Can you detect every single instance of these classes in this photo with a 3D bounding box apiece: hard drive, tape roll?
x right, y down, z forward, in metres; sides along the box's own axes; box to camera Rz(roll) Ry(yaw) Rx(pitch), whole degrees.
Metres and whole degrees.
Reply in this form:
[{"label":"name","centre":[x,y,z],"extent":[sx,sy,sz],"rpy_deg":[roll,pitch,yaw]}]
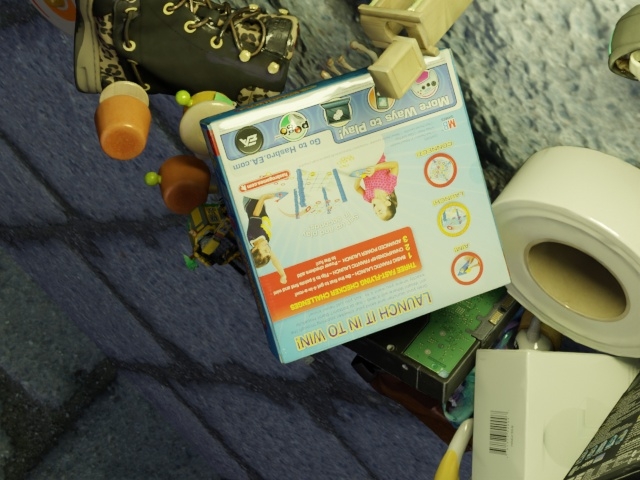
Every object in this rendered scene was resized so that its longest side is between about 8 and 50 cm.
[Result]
[{"label":"hard drive","centre":[0.102,0.062,1.913],"extent":[0.339,0.237,0.064],"rpy_deg":[28,147,23]},{"label":"tape roll","centre":[0.343,0.018,1.667],"extent":[0.286,0.100,0.286],"rpy_deg":[31,155,17]}]

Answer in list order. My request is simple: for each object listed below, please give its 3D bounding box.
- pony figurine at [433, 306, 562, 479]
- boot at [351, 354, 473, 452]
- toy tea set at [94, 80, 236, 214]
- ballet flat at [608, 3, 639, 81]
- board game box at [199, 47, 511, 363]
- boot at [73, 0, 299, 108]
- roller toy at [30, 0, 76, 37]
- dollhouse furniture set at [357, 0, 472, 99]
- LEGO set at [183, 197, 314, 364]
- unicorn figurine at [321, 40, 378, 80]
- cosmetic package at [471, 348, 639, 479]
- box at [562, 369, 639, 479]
[{"label":"pony figurine","centre":[0.297,0.288,1.975],"extent":[0.303,0.363,0.351],"rpy_deg":[18,164,26]},{"label":"boot","centre":[0.202,0.288,2.330],"extent":[0.280,0.096,0.264],"rpy_deg":[42,155,-8]},{"label":"toy tea set","centre":[-0.151,-0.122,1.807],"extent":[0.336,0.200,0.124],"rpy_deg":[42,-157,-34]},{"label":"ballet flat","centre":[0.408,-0.143,1.304],"extent":[0.280,0.096,0.095],"rpy_deg":[27,152,26]},{"label":"board game box","centre":[0.044,-0.046,1.612],"extent":[0.086,0.308,0.302],"rpy_deg":[-149,42,-73]},{"label":"boot","centre":[-0.168,-0.297,1.716],"extent":[0.284,0.138,0.377],"rpy_deg":[13,144,-6]},{"label":"roller toy","centre":[-0.337,-0.382,1.893],"extent":[0.191,0.146,0.209],"rpy_deg":[21,150,36]},{"label":"dollhouse furniture set","centre":[0.072,-0.278,1.445],"extent":[0.101,0.182,0.161],"rpy_deg":[17,147,41]},{"label":"LEGO set","centre":[0.000,0.000,1.720],"extent":[0.255,0.331,0.192],"rpy_deg":[54,-174,-34]},{"label":"unicorn figurine","centre":[0.063,-0.205,1.747],"extent":[0.111,0.060,0.162],"rpy_deg":[40,171,-12]},{"label":"cosmetic package","centre":[0.330,0.261,1.772],"extent":[0.225,0.224,0.138],"rpy_deg":[5,174,-23]},{"label":"box","centre":[0.448,0.181,1.529],"extent":[0.097,0.318,0.395],"rpy_deg":[38,154,1]}]
